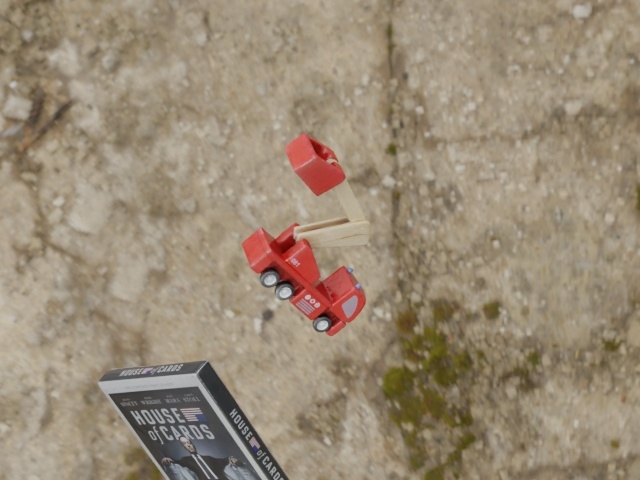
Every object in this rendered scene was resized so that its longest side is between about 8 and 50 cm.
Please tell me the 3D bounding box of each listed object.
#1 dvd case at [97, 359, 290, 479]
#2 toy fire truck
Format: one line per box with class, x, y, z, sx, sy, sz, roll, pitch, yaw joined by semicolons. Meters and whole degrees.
dvd case;-0.129;0.238;1.213;0.179;0.238;0.029;-11;28;43
toy fire truck;0.000;0.000;1.053;0.135;0.192;0.047;-39;36;11
